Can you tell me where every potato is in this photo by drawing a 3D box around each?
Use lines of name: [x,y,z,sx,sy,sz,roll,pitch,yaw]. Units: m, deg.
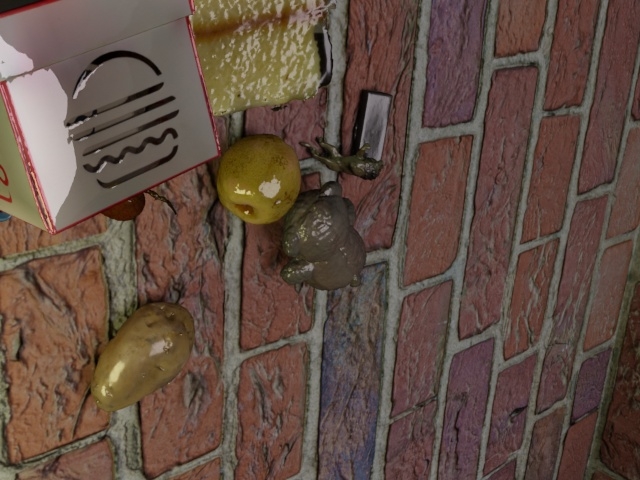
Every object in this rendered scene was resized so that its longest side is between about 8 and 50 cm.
potato: [-0.333,0.217,1.701,0.235,0.128,0.161,-32,125,-26]

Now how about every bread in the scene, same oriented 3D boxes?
bread: [-0.175,-0.365,1.523,0.405,0.242,0.345,-29,126,-39]

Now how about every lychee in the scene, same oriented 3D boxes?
lychee: [-0.338,-0.081,1.563,0.140,0.101,0.114,7,63,-36]

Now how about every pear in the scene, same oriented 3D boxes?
pear: [-0.118,-0.123,1.751,0.178,0.178,0.178,-22,124,-38]

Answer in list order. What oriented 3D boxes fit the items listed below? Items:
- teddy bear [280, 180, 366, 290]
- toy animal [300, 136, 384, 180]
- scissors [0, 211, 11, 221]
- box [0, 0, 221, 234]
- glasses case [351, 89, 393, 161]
teddy bear: [0.001,0.001,1.928,0.236,0.151,0.267,-54,139,-16]
toy animal: [0.053,-0.176,1.938,0.220,0.086,0.069,19,62,-28]
scissors: [-0.571,-0.094,1.372,0.125,0.030,0.256,-53,139,-18]
box: [-0.370,-0.224,1.294,0.314,0.312,0.300,-30,122,-34]
glasses case: [0.110,-0.239,2.011,0.072,0.042,0.190,-4,112,-35]
